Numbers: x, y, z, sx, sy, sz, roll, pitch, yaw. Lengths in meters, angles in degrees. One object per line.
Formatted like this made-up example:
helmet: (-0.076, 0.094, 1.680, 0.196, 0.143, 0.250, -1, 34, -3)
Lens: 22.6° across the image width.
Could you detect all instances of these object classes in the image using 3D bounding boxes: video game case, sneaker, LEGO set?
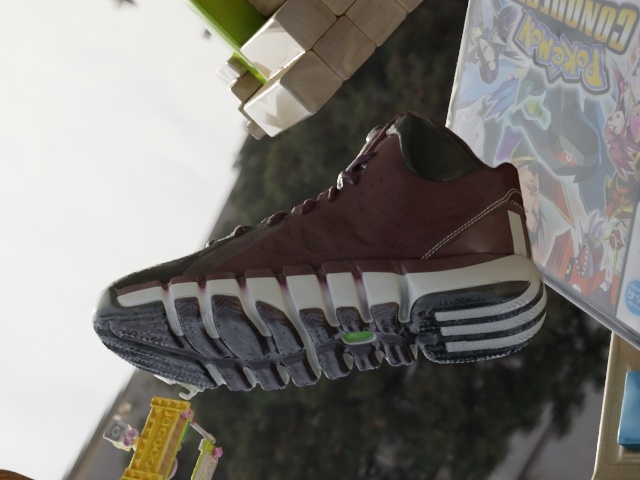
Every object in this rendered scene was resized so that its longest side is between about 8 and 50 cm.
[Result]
video game case: (0.185, -0.089, 1.146, 0.035, 0.248, 0.275, -6, -153, -31)
sneaker: (0.000, 0.000, 1.019, 0.281, 0.106, 0.162, -3, -125, 9)
LEGO set: (-0.200, 0.262, 1.694, 0.132, 0.287, 0.107, 31, 168, 38)

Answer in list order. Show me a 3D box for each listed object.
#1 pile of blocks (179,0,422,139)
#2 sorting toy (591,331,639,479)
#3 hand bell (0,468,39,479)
pile of blocks: (-0.015, -0.151, 0.838, 0.112, 0.149, 0.362, 45, -167, -7)
sorting toy: (0.348, 0.088, 1.214, 0.307, 0.229, 0.041, -7, 150, 41)
hand bell: (-0.345, 0.209, 1.344, 0.242, 0.126, 0.126, 9, -157, -32)
